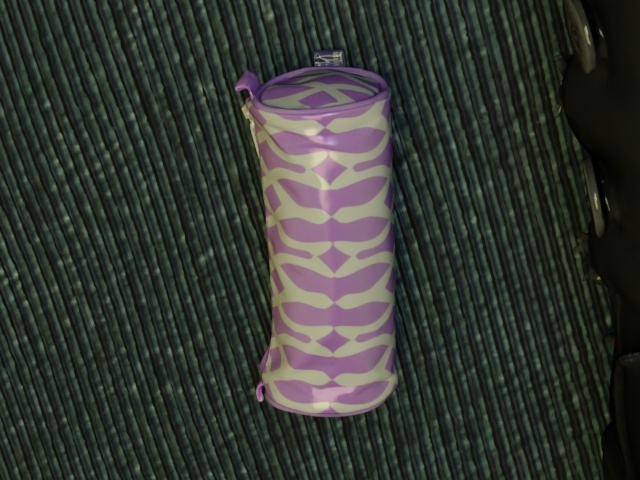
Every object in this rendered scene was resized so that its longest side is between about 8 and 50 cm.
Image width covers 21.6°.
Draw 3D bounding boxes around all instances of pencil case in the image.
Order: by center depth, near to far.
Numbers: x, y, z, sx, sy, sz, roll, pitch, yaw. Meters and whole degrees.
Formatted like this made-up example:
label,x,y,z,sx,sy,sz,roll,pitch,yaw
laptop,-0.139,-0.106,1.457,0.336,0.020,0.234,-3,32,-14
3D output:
label,x,y,z,sx,sy,sz,roll,pitch,yaw
pencil case,0.000,0.000,0.967,0.088,0.086,0.206,-1,110,6

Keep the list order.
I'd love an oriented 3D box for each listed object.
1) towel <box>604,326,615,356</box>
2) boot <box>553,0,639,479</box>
label,x,y,z,sx,sy,sz,roll,pitch,yaw
towel,0.368,0.152,0.966,0.271,0.040,0.370,-29,102,21
boot,0.195,-0.043,0.749,0.146,0.367,0.445,-7,104,-9
